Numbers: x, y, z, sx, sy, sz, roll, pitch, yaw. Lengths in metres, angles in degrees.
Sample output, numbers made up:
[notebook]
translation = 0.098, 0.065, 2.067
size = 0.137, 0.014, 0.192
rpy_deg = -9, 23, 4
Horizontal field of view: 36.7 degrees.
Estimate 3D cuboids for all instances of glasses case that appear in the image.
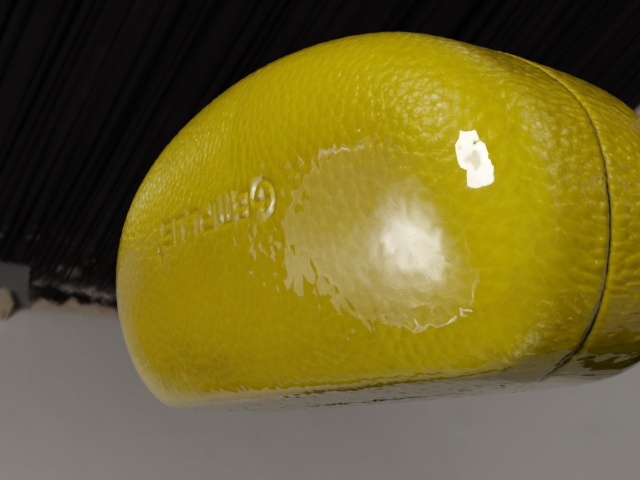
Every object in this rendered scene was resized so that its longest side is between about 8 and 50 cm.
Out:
[glasses case]
translation = 0.000, 0.000, 0.514
size = 0.141, 0.371, 0.173
rpy_deg = 9, 75, -33
